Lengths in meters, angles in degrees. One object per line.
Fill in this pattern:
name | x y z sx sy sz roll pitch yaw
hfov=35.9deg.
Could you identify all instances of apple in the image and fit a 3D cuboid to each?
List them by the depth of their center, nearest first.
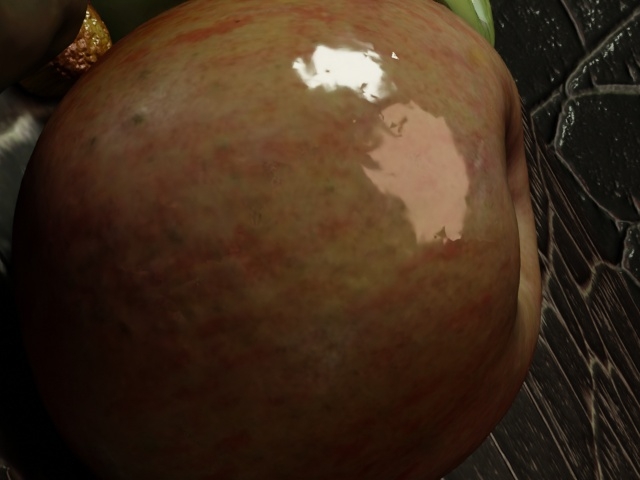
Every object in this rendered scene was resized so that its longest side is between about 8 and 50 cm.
apple | 0.000 0.000 0.570 0.345 0.269 0.345 49 25 -32

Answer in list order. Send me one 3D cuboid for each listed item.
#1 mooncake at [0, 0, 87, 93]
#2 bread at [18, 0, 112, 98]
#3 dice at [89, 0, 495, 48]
mooncake | -0.231 -0.147 0.381 0.290 0.161 0.290 46 26 -30
bread | -0.170 -0.134 0.639 0.085 0.053 0.085 47 26 -32
dice | -0.021 -0.213 0.782 0.250 0.252 0.254 44 33 -46
